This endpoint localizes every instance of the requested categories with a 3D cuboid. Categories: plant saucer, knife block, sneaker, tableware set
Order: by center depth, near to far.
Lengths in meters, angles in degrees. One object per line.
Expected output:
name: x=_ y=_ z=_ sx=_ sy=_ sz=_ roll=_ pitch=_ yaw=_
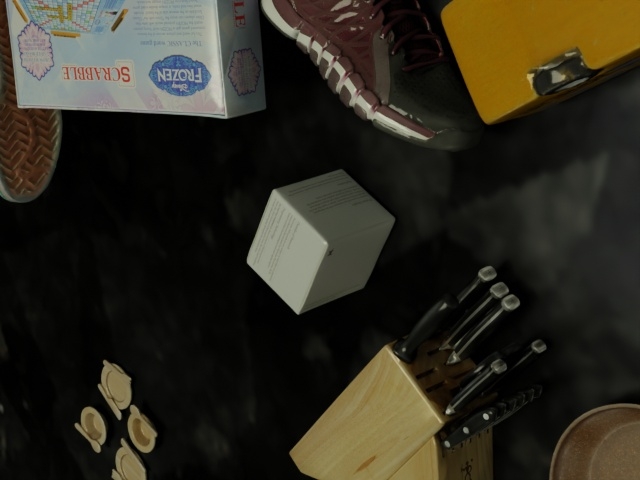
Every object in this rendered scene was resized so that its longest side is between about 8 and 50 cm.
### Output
plant saucer: x=0.291 y=0.231 z=1.099 sx=0.198 sy=0.036 sz=0.198 roll=16 pitch=114 yaw=42
sneaker: x=0.060 y=-0.213 z=1.142 sx=0.281 sy=0.106 sz=0.162 roll=44 pitch=127 yaw=28
knife block: x=0.088 y=0.135 z=1.237 sx=0.276 sy=0.088 sz=0.242 roll=10 pitch=109 yaw=44
sneaker: x=-0.415 y=-0.196 z=1.635 sx=0.121 sy=0.108 sz=0.302 roll=-6 pitch=91 yaw=47
tableware set: x=-0.266 y=0.250 z=1.685 sx=0.141 sy=0.020 sz=0.168 roll=46 pitch=131 yaw=26

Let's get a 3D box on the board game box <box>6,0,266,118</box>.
board game box: x=-0.203 y=-0.290 z=1.291 sx=0.319 sy=0.066 sz=0.318 roll=8 pitch=107 yaw=38

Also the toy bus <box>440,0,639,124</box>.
toy bus: x=0.239 y=-0.193 z=0.943 sx=0.333 sy=0.130 sz=0.108 roll=-25 pitch=84 yaw=47

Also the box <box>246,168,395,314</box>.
box: x=0.000 y=0.000 z=1.272 sx=0.087 sy=0.101 sz=0.102 roll=44 pitch=132 yaw=27
